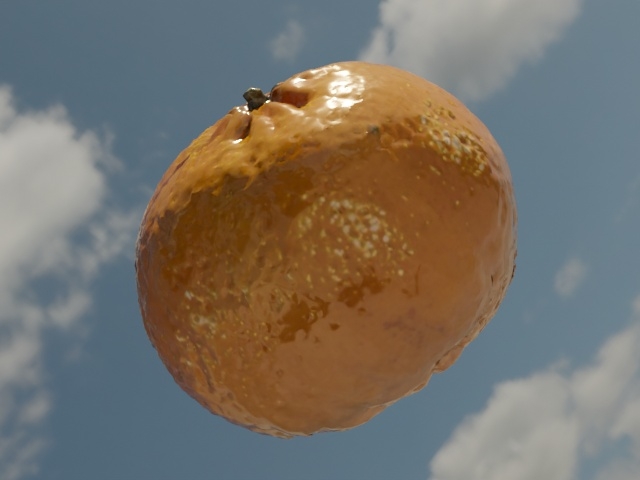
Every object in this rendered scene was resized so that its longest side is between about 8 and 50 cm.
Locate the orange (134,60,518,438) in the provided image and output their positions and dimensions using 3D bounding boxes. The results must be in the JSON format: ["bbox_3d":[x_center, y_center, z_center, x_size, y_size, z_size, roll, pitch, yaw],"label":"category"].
[{"bbox_3d":[0.000,0.000,0.673,0.193,0.161,0.193,-36,11,8],"label":"orange"}]
